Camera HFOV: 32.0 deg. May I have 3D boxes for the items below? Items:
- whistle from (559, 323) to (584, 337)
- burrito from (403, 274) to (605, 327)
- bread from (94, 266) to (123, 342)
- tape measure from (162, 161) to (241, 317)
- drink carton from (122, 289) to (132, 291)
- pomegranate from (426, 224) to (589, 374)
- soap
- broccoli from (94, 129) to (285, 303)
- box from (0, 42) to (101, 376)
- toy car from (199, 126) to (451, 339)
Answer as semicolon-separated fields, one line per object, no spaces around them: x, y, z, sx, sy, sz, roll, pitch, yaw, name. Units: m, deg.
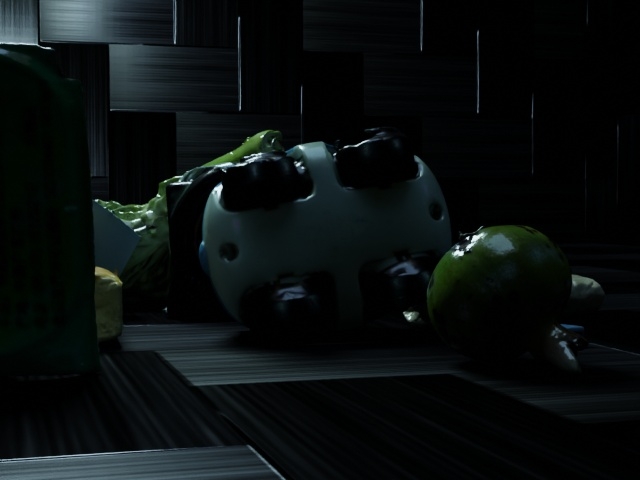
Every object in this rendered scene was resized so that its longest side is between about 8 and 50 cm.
0.181;0.053;1.073;0.090;0.090;0.158;-1;2;-33;whistle
0.190;0.059;1.203;0.226;0.060;0.087;-1;3;-27;burrito
-0.262;0.060;1.095;0.125;0.068;0.188;-1;2;-13;bread
-0.090;-0.002;1.292;0.181;0.182;0.107;2;2;-1;tape measure
-0.265;0.020;1.657;0.271;0.108;0.161;1;4;-10;drink carton
0.158;0.055;0.903;0.122;0.122;0.161;-3;41;-49;pomegranate
-0.361;-0.037;1.314;0.289;0.095;0.173;23;-12;31;soap
-0.164;-0.042;1.399;0.304;0.146;0.165;-30;-40;21;broccoli
-0.346;-0.015;0.845;0.336;0.264;0.106;-1;-12;-24;box
0.000;0.000;1.134;0.255;0.189;0.190;-13;-4;-12;toy car
